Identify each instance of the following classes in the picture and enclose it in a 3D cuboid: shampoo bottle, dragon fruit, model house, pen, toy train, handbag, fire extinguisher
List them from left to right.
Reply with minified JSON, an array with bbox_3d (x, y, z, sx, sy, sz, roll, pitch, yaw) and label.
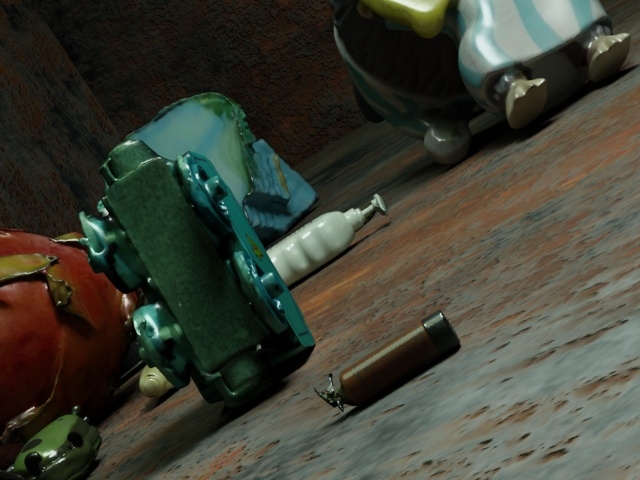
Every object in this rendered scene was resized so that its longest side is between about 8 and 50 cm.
[{"bbox_3d":[-0.311,0.112,1.444,0.315,0.250,0.250,-53,10,-12],"label":"dragon fruit"},{"bbox_3d":[-0.207,0.170,1.204,0.072,0.047,0.111,-30,8,23],"label":"handbag"},{"bbox_3d":[-0.130,0.106,1.425,0.040,0.032,0.233,-9,9,8],"label":"pen"},{"bbox_3d":[-0.087,0.023,1.084,0.107,0.198,0.154,-31,-8,7],"label":"toy train"},{"bbox_3d":[-0.138,-0.067,2.264,0.261,0.226,0.241,-28,-23,30],"label":"model house"},{"bbox_3d":[0.000,0.000,1.542,0.152,0.045,0.077,-35,3,2],"label":"shampoo bottle"},{"bbox_3d":[0.035,0.067,0.833,0.083,0.022,0.028,-33,42,7],"label":"fire extinguisher"}]

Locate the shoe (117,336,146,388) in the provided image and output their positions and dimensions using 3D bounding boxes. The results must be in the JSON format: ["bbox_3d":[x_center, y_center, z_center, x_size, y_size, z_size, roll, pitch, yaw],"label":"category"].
[{"bbox_3d":[-0.238,0.144,1.587,0.159,0.062,0.053,-34,-7,-10],"label":"shoe"}]

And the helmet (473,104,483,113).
[{"bbox_3d":[0.201,-0.224,2.112,0.153,0.107,0.177,-32,23,-26],"label":"helmet"}]

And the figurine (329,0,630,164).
[{"bbox_3d":[0.177,-0.210,1.723,0.266,0.361,0.377,-30,-29,-7],"label":"figurine"}]

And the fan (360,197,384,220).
[{"bbox_3d":[-0.066,0.043,1.726,0.335,0.011,0.229,-32,5,-10],"label":"fan"}]
